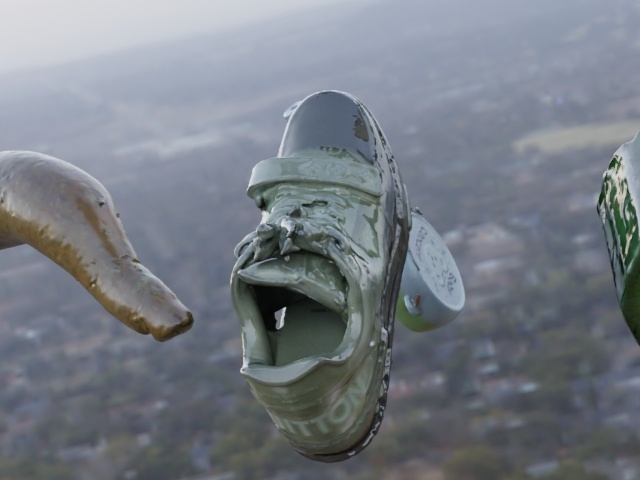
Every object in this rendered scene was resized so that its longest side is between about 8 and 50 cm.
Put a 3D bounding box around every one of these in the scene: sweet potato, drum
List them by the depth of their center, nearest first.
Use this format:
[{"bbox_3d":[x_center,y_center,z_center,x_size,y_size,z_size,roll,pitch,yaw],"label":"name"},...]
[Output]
[{"bbox_3d":[-0.211,-0.011,1.268,0.346,0.108,0.079,14,13,40],"label":"sweet potato"},{"bbox_3d":[0.056,-0.029,1.635,0.049,0.253,0.130,-29,4,22],"label":"drum"}]

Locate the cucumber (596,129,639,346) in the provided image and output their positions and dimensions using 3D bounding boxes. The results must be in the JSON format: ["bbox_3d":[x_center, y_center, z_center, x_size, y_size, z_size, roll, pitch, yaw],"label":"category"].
[{"bbox_3d":[0.270,0.007,1.104,0.191,0.191,0.130,-13,40,8],"label":"cucumber"}]

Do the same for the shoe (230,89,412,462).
[{"bbox_3d":[-0.003,0.000,1.229,0.109,0.293,0.149,-5,-25,14],"label":"shoe"}]
